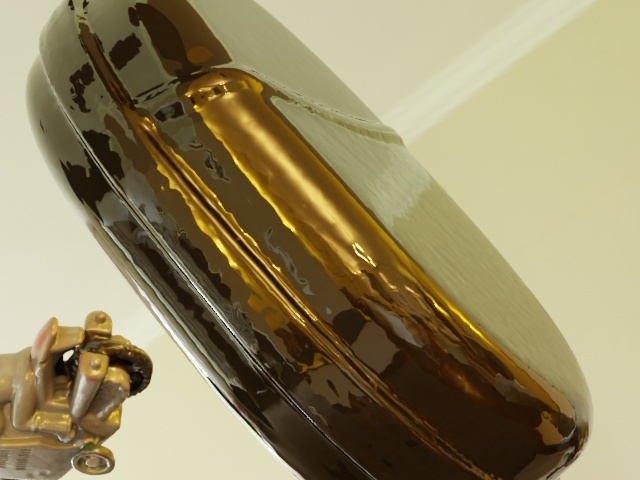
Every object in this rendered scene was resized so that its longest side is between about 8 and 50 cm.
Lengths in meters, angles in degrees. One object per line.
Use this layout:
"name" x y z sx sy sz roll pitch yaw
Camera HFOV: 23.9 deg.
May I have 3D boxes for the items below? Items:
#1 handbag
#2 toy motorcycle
"handbag" 0.001 -0.001 0.672 0.093 0.308 0.254 -43 -12 15
"toy motorcycle" -0.270 0.149 1.348 0.171 0.110 0.260 25 -48 -27
